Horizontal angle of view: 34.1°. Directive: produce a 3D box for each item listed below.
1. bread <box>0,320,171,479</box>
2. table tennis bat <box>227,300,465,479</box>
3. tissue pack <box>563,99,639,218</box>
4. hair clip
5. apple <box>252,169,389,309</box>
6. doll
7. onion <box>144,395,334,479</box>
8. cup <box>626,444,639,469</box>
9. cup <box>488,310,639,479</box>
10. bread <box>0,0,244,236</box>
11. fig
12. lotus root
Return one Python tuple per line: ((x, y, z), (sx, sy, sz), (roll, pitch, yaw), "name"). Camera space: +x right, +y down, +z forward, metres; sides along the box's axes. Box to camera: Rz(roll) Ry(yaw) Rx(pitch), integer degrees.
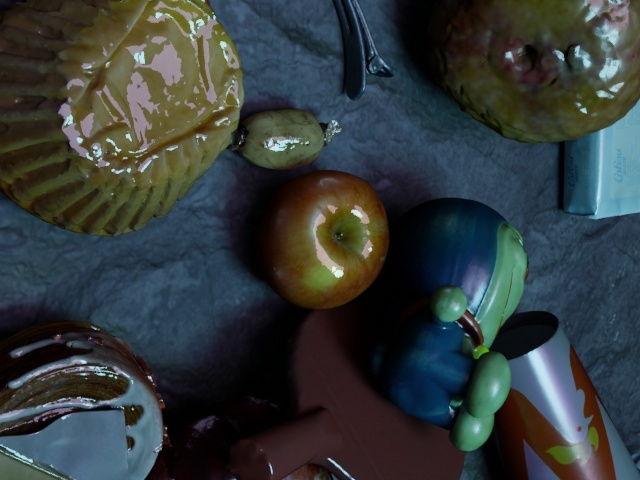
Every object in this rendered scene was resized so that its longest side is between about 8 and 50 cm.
((-0.266, 0.186, 1.042), (0.224, 0.142, 0.212), (38, 89, -34), "bread")
((0.041, 0.195, 1.180), (0.415, 0.051, 0.268), (-13, 68, -57), "table tennis bat")
((0.433, -0.172, 1.527), (0.177, 0.089, 0.263), (-9, 104, -34), "tissue pack")
((0.019, -0.285, 1.242), (0.070, 0.039, 0.229), (-36, 111, -28), "hair clip")
((0.000, 0.000, 1.206), (0.163, 0.139, 0.163), (3, 84, -26), "apple")
((0.149, 0.074, 1.239), (0.322, 0.186, 0.198), (-72, 175, -46), "doll")
((-0.078, 0.296, 1.137), (0.252, 0.219, 0.252), (-7, 99, -48), "onion")
((0.467, 0.459, 1.597), (0.202, 0.167, 0.221), (-34, 113, -25), "cup")
((0.317, 0.255, 1.453), (0.203, 0.203, 0.288), (-34, 108, -28), "cup")
((-0.203, -0.134, 1.026), (0.274, 0.149, 0.274), (-4, 98, -32), "bread")
((0.291, -0.287, 1.344), (0.368, 0.286, 0.286), (-54, 133, -62), "fig")
((-0.038, -0.117, 1.203), (0.152, 0.063, 0.072), (-12, 94, -31), "lotus root")
